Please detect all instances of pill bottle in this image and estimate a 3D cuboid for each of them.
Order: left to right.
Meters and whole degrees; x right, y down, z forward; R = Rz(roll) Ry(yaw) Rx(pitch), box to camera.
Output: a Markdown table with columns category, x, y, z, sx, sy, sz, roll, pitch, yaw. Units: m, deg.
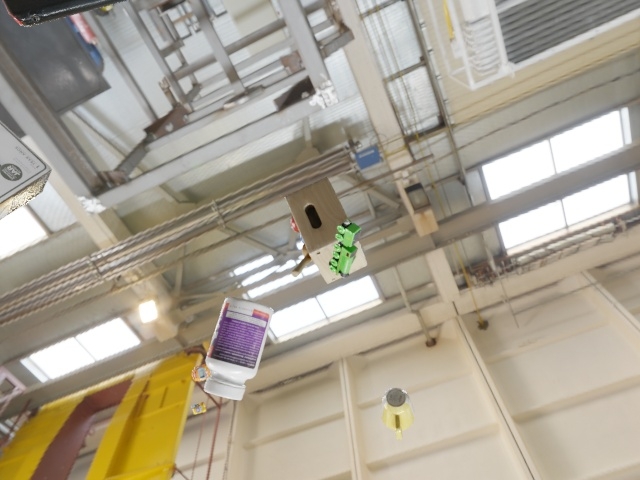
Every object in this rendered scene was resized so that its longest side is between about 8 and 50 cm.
| category | x | y | z | sx | sy | sz | roll | pitch | yaw |
| --- | --- | --- | --- | --- | --- | --- | --- | --- | --- |
| pill bottle | -0.174 | 0.223 | 0.965 | 0.108 | 0.108 | 0.194 | 0 | -112 | 41 |

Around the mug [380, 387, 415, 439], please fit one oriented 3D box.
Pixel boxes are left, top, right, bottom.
| category | x | y | z | sx | sy | sz | roll | pitch | yaw |
| --- | --- | --- | --- | --- | --- | --- | --- | --- | --- |
| mug | 0.140 | 0.300 | 0.824 | 0.062 | 0.064 | 0.078 | -27 | -134 | -14 |

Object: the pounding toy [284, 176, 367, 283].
| category | x | y | z | sx | sy | sz | roll | pitch | yaw |
| --- | --- | --- | --- | --- | --- | --- | --- | --- | --- |
| pounding toy | 0.000 | 0.000 | 0.690 | 0.100 | 0.130 | 0.141 | -25 | -121 | 2 |

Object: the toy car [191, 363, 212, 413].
| category | x | y | z | sx | sy | sz | roll | pitch | yaw |
| --- | --- | --- | --- | --- | --- | --- | --- | --- | --- |
| toy car | -0.263 | 0.333 | 1.036 | 0.060 | 0.122 | 0.040 | -2 | -178 | 35 |

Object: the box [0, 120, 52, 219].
| category | x | y | z | sx | sy | sz | roll | pitch | yaw |
| --- | --- | --- | --- | --- | --- | --- | --- | --- | --- |
| box | -0.554 | -0.065 | 0.635 | 0.087 | 0.169 | 0.290 | -29 | -160 | 45 |

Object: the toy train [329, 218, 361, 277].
| category | x | y | z | sx | sy | sz | roll | pitch | yaw |
| --- | --- | --- | --- | --- | --- | --- | --- | --- | --- |
| toy train | 0.026 | 0.011 | 0.478 | 0.023 | 0.083 | 0.017 | 37 | -124 | 22 |

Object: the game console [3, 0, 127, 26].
| category | x | y | z | sx | sy | sz | roll | pitch | yaw |
| --- | --- | --- | --- | --- | --- | --- | --- | --- | --- |
| game console | -0.540 | -0.645 | 1.051 | 0.386 | 0.060 | 0.342 | -27 | -115 | -20 |
